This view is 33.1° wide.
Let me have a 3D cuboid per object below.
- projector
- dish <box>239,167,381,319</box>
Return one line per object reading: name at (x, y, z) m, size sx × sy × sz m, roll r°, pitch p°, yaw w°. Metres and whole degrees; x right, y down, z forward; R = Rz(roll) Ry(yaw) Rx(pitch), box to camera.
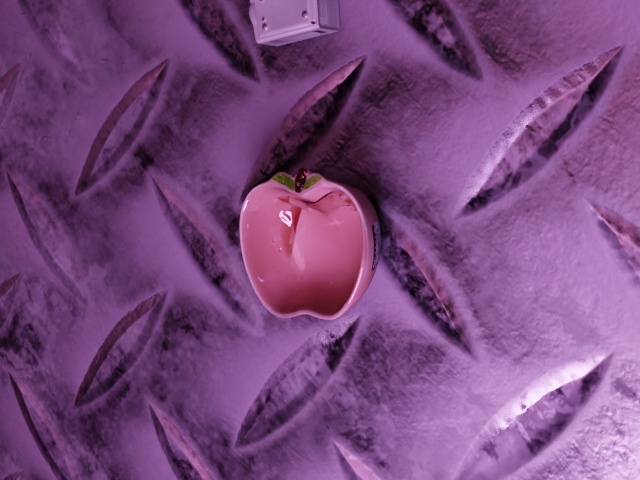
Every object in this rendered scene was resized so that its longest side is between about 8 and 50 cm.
projector at (-0.041, -0.343, 1.438) m, size 0.115 × 0.061 × 0.147 m, roll -6°, pitch 89°, yaw 39°
dish at (0.000, 0.000, 1.419) m, size 0.213 × 0.090 × 0.213 m, roll 6°, pitch 100°, yaw 37°
